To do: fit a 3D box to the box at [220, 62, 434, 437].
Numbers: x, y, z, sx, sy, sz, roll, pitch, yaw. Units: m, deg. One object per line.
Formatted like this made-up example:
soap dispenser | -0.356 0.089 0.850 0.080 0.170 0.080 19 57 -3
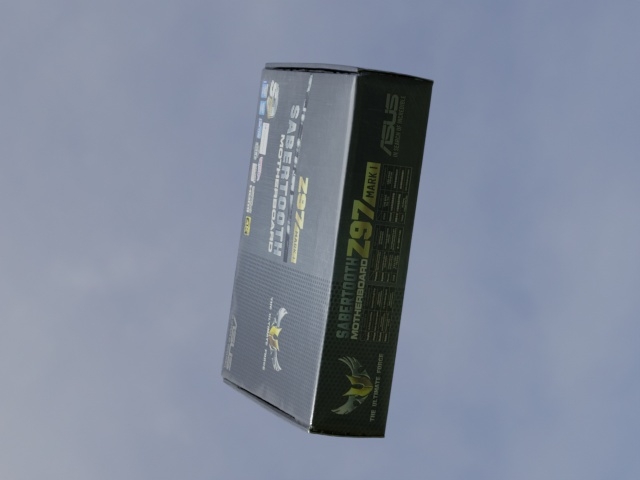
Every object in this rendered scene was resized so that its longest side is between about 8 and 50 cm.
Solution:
box | 0.000 0.000 1.204 0.059 0.183 0.233 6 -85 -22
